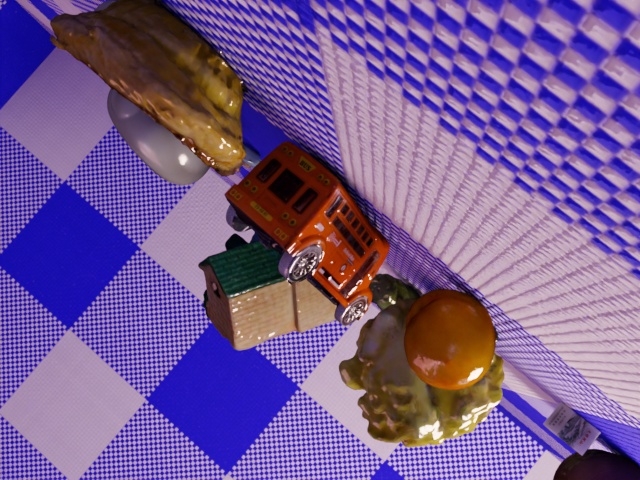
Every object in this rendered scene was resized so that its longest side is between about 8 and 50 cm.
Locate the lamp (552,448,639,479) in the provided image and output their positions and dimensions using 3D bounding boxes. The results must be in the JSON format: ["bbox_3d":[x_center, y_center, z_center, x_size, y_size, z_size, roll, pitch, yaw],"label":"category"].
[{"bbox_3d":[0.512,0.475,1.406,0.180,0.180,0.258,39,174,11],"label":"lamp"}]

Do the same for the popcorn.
[{"bbox_3d":[0.168,0.217,1.307,0.293,0.293,0.237,42,-165,-24],"label":"popcorn"}]

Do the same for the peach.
[{"bbox_3d":[0.177,0.132,1.062,0.138,0.138,0.138,40,177,3],"label":"peach"}]

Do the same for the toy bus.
[{"bbox_3d":[0.000,0.000,1.107,0.143,0.153,0.329,40,175,30],"label":"toy bus"}]

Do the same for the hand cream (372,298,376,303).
[{"bbox_3d":[0.187,0.148,1.822,0.091,0.058,0.271,38,173,-30],"label":"hand cream"}]

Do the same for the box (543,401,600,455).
[{"bbox_3d":[0.446,0.334,1.356,0.083,0.054,0.024,38,174,27],"label":"box"}]

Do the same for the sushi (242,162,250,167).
[{"bbox_3d":[-0.180,-0.185,1.715,0.126,0.026,0.120,42,175,-36],"label":"sushi"}]

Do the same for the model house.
[{"bbox_3d":[-0.161,0.085,2.295,0.334,0.382,0.343,36,139,48],"label":"model house"}]

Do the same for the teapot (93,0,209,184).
[{"bbox_3d":[-0.256,-0.209,1.201,0.220,0.149,0.318,48,179,9],"label":"teapot"}]

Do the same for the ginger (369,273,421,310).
[{"bbox_3d":[0.213,0.167,1.532,0.290,0.089,0.137,45,-165,1],"label":"ginger"}]

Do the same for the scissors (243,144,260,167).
[{"bbox_3d":[-0.271,-0.254,1.529,0.360,0.029,0.191,35,178,-1],"label":"scissors"}]

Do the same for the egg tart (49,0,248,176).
[{"bbox_3d":[-0.187,-0.198,0.929,0.290,0.115,0.290,40,179,1],"label":"egg tart"}]
